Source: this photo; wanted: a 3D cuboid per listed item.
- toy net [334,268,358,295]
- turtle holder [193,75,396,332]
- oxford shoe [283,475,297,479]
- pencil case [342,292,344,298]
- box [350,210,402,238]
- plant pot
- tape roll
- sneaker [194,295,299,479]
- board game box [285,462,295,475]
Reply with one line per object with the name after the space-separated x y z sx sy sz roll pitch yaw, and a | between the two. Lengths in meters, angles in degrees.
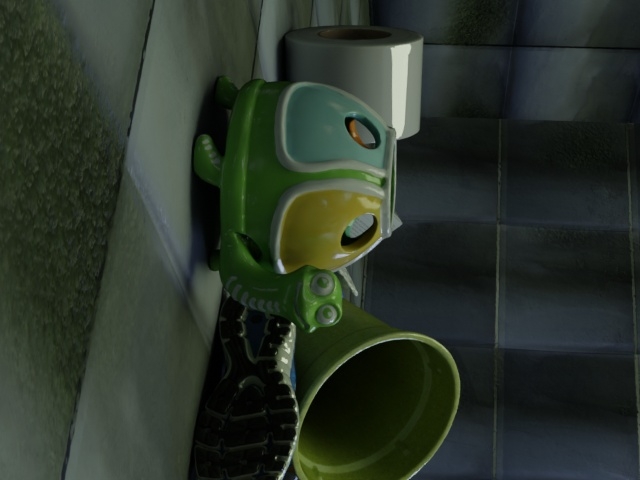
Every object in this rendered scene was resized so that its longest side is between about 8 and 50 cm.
-0.010 0.007 1.743 0.232 0.045 0.122 59 6 25 | toy net
-0.026 -0.062 1.335 0.320 0.227 0.243 -74 165 -67 | turtle holder
-0.061 0.339 1.941 0.076 0.076 0.212 15 -88 56 | oxford shoe
0.000 0.000 2.077 0.133 0.119 0.306 33 56 -48 | pencil case
0.007 -0.085 1.621 0.181 0.119 0.182 60 10 24 | box
0.022 0.200 1.636 0.254 0.276 0.276 41 -41 50 | plant pot
0.058 -0.281 1.951 0.246 0.246 0.169 -71 163 -69 | tape roll
-0.079 0.223 1.426 0.147 0.129 0.330 82 11 -47 | sneaker
-0.029 0.330 1.782 0.210 0.160 0.047 -22 116 -82 | board game box
